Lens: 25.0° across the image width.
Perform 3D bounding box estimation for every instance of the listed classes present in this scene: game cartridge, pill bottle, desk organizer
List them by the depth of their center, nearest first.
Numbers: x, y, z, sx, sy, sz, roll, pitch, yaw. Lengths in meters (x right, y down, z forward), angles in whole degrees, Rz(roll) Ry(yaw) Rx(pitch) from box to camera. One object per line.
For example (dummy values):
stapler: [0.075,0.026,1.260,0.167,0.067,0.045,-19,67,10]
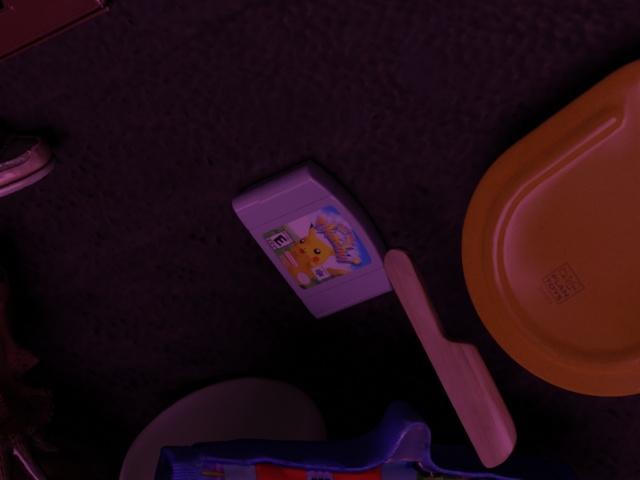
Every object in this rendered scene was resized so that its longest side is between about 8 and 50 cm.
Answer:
desk organizer: [-0.153,-0.112,0.664,0.130,0.047,0.050,-21,116,26]
game cartridge: [0.000,0.000,0.728,0.056,0.017,0.083,-25,117,25]
pill bottle: [-0.020,0.188,0.809,0.117,0.117,0.208,-10,123,21]

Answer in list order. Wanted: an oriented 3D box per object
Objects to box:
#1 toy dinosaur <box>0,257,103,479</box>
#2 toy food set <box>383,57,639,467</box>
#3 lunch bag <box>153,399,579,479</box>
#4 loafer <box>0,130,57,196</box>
toy dinosaur: [-0.154,0.171,0.767,0.296,0.127,0.200,58,167,16]
toy food set: [0.140,-0.001,0.666,0.218,0.071,0.128,-35,85,30]
lunch bag: [0.012,0.223,0.707,0.221,0.138,0.293,7,101,-21]
loafer: [-0.194,-0.039,0.732,0.125,0.045,0.039,-10,116,24]
